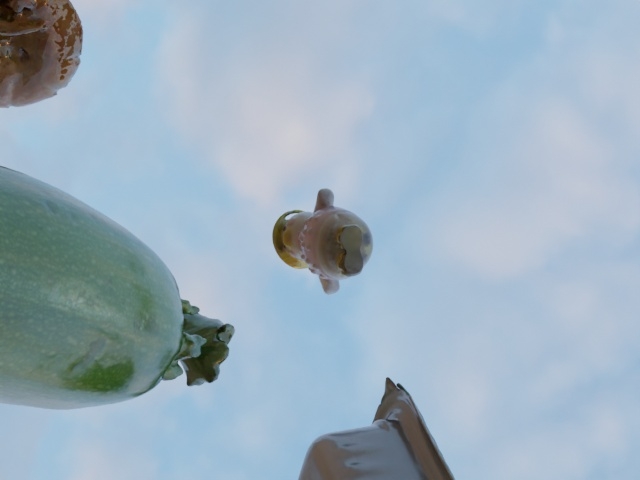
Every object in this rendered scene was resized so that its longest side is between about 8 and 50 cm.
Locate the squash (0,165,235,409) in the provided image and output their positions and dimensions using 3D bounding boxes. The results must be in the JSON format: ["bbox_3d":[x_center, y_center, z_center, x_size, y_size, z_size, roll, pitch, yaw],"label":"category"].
[{"bbox_3d":[-0.166,0.008,0.524,0.101,0.378,0.101,-15,-115,34],"label":"squash"}]

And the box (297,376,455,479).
[{"bbox_3d":[0.027,0.335,1.339,0.264,0.106,0.337,-119,-141,-55],"label":"box"}]

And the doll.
[{"bbox_3d":[0.000,0.000,1.589,0.207,0.081,0.129,12,-72,64],"label":"doll"}]

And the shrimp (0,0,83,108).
[{"bbox_3d":[-0.288,-0.210,1.103,0.152,0.287,0.063,-3,-125,6],"label":"shrimp"}]
